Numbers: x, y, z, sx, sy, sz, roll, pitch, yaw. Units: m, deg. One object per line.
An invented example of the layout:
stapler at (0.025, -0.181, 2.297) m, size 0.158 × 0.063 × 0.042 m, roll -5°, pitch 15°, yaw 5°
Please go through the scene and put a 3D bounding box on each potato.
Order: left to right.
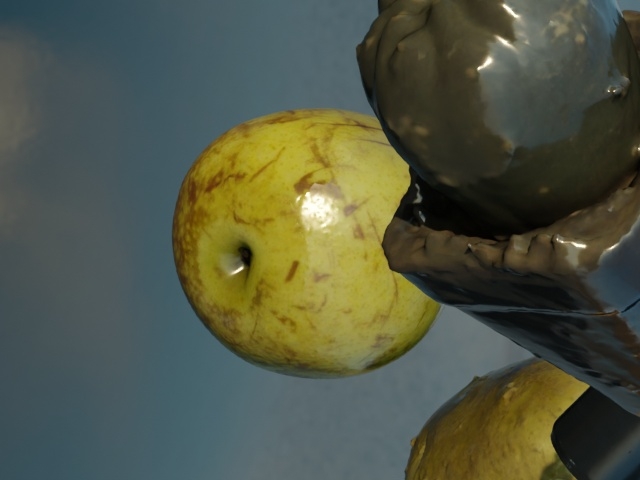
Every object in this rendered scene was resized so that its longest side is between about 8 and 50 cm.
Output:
potato at (0.243, 0.230, 1.862) m, size 0.270 × 0.219 × 0.359 m, roll -41°, pitch 180°, yaw -32°

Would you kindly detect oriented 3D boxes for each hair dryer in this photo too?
hair dryer at (0.221, 0.083, 1.215) m, size 0.124 × 0.071 × 0.219 m, roll -47°, pitch -172°, yaw 20°

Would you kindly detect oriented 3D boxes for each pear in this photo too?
pear at (0.000, 0.000, 1.700) m, size 0.283 × 0.283 × 0.284 m, roll 8°, pitch 90°, yaw -79°

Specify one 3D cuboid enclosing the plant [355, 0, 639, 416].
plant at (0.122, -0.029, 0.805) m, size 0.256 × 0.142 × 0.164 m, roll 47°, pitch 61°, yaw -30°
